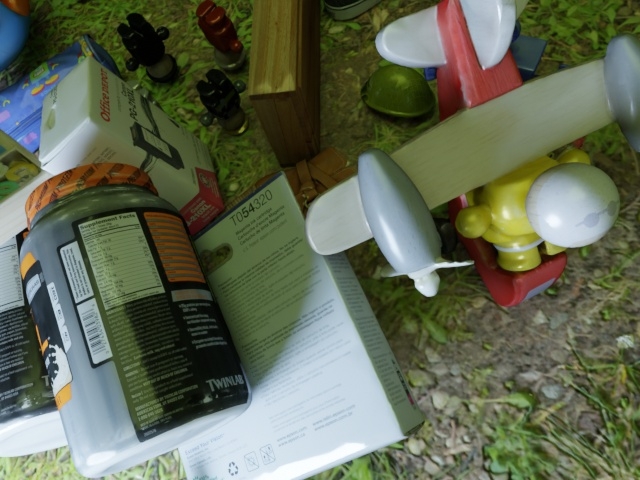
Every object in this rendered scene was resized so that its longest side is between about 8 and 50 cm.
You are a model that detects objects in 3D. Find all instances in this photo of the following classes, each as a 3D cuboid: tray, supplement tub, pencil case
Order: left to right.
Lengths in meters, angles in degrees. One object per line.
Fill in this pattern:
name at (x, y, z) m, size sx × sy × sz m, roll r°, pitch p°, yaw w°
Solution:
pencil case at (-0.500, -0.240, 0.951) m, size 0.306 × 0.119 × 0.133 m, roll -37°, pitch 43°, yaw -5°
supplement tub at (-0.387, 0.105, 0.749) m, size 0.207 × 0.207 × 0.338 m, roll -21°, pitch 66°, yaw 1°
supplement tub at (-0.219, 0.081, 0.610) m, size 0.194 × 0.193 × 0.316 m, roll -25°, pitch 71°, yaw 0°
tray at (-0.048, -0.351, 0.871) m, size 0.076 × 0.203 × 0.411 m, roll -4°, pitch 68°, yaw 8°

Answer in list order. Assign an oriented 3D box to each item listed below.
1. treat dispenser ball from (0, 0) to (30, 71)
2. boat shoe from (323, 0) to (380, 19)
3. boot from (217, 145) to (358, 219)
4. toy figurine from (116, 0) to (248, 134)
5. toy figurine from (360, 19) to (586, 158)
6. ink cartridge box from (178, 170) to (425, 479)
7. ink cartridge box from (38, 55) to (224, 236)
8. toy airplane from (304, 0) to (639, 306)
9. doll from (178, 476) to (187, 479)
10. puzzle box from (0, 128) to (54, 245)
treat dispenser ball at (-0.697, -0.440, 0.975) m, size 0.288 × 0.288 × 0.288 m, roll -3°, pitch 68°, yaw 9°
boat shoe at (0.126, -0.529, 0.964) m, size 0.301 × 0.102 × 0.108 m, roll -34°, pitch 67°, yaw -4°
boot at (0.000, 0.000, 0.791) m, size 0.220 × 0.109 × 0.283 m, roll -32°, pitch 60°, yaw -8°
toy figurine at (-0.231, -0.281, 0.915) m, size 0.213 × 0.148 × 0.209 m, roll -9°, pitch 73°, yaw 4°
toy figurine at (0.239, -0.268, 0.781) m, size 0.362 × 0.217 × 0.191 m, roll 25°, pitch 75°, yaw 17°
ink cartridge box at (-0.082, 0.137, 0.673) m, size 0.324 × 0.071 × 0.330 m, roll -33°, pitch 70°, yaw 27°
ink cartridge box at (-0.270, -0.127, 0.775) m, size 0.100 × 0.237 × 0.172 m, roll -38°, pitch 47°, yaw 16°
toy airplane at (0.218, -0.101, 0.595) m, size 0.386 × 0.384 × 0.272 m, roll -62°, pitch 31°, yaw 18°
doll at (-0.162, 0.397, 0.657) m, size 0.129 × 0.046 × 0.189 m, roll -32°, pitch 78°, yaw 38°
puzzle box at (-0.574, -0.079, 0.742) m, size 0.409 × 0.052 × 0.272 m, roll 30°, pitch 63°, yaw 30°
